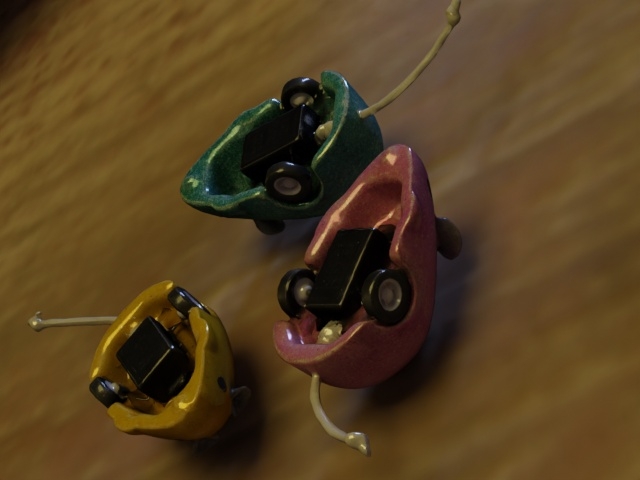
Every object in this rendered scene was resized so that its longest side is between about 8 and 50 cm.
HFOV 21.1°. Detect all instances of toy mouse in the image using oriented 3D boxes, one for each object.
[{"bbox_3d":[0.000,0.000,0.454,0.143,0.031,0.161,-52,32,-2],"label":"toy mouse"}]
